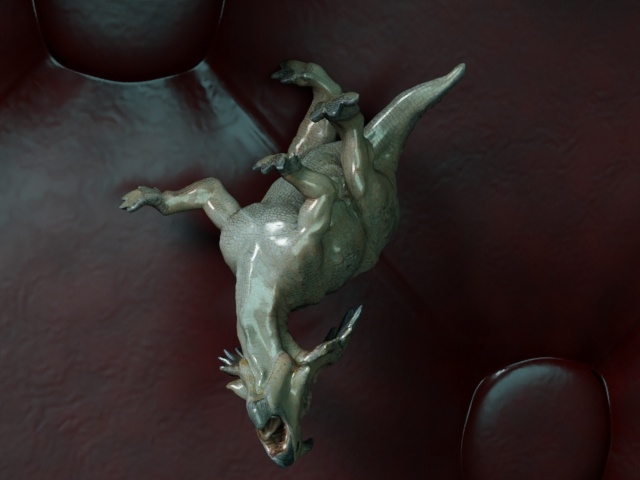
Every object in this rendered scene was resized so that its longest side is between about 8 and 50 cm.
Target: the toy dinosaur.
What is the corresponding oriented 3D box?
[{"bbox_3d":[0.000,0.000,1.259,0.295,0.127,0.200,-45,122,-25],"label":"toy dinosaur"}]
